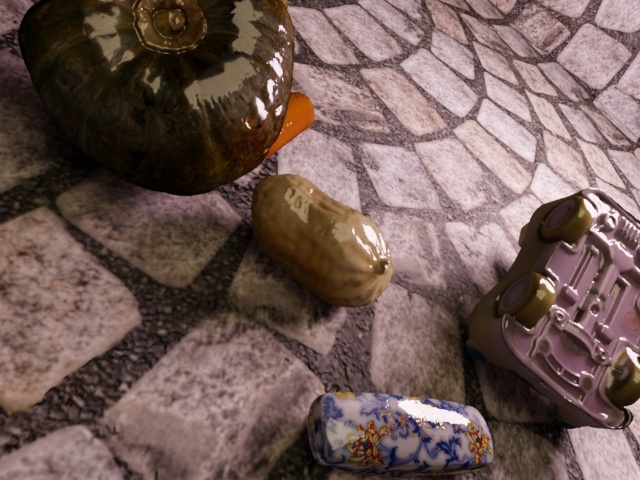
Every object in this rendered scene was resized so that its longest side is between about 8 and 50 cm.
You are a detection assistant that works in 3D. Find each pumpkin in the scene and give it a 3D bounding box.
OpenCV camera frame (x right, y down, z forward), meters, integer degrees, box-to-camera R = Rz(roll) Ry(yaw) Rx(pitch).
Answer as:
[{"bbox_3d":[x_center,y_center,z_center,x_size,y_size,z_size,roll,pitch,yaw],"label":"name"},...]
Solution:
[{"bbox_3d":[-0.181,-0.170,0.631,0.325,0.242,0.232,-11,92,-13],"label":"pumpkin"}]

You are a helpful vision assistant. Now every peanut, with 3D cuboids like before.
[{"bbox_3d":[0.000,0.000,0.664,0.224,0.129,0.129,34,44,-4],"label":"peanut"}]

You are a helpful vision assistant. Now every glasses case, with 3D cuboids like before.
[{"bbox_3d":[0.101,0.232,0.590,0.248,0.065,0.086,14,52,-27],"label":"glasses case"}]

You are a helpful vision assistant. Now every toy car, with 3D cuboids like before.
[{"bbox_3d":[0.391,0.105,0.813,0.242,0.226,0.336,38,70,-3],"label":"toy car"}]

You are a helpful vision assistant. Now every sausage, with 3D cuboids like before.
[{"bbox_3d":[-0.073,-0.188,0.802,0.076,0.076,0.197,41,43,0],"label":"sausage"}]
